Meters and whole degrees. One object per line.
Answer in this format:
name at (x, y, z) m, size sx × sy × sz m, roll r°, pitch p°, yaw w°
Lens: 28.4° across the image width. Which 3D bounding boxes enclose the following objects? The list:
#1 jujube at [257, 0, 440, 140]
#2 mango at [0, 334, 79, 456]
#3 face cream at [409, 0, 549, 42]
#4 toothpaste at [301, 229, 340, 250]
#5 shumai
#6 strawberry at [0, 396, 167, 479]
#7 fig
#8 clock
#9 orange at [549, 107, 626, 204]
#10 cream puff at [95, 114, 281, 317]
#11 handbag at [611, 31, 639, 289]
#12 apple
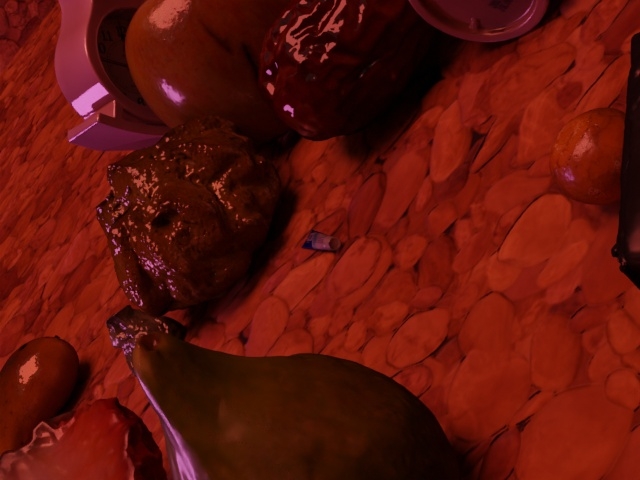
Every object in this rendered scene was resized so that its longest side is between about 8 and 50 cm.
jujube at (0.038, -0.224, 1.394) m, size 0.250 × 0.174 × 0.174 m, roll -50°, pitch 26°, yaw -2°
mango at (-0.385, 0.207, 1.669) m, size 0.178 × 0.090 × 0.115 m, roll -60°, pitch 33°, yaw 6°
face cream at (0.166, -0.287, 1.275) m, size 0.149 × 0.149 × 0.104 m, roll -23°, pitch 40°, yaw 47°
toothpaste at (0.000, 0.000, 1.359) m, size 0.024 × 0.015 × 0.083 m, roll -60°, pitch 21°, yaw -9°
shumai at (-0.216, 0.112, 1.504) m, size 0.083 × 0.080 × 0.082 m, roll -41°, pitch 30°, yaw 20°
strawberry at (-0.219, 0.313, 1.215) m, size 0.265 × 0.149 × 0.336 m, roll -47°, pitch 36°, yaw 0°
fig at (-0.036, 0.160, 0.926) m, size 0.206 × 0.275 × 0.206 m, roll -38°, pitch 32°, yaw 29°
clock at (-0.242, -0.264, 1.803) m, size 0.080 × 0.290 × 0.276 m, roll -24°, pitch 74°, yaw 41°
orange at (0.222, -0.066, 1.001) m, size 0.083 × 0.070 × 0.083 m, roll -53°, pitch 12°, yaw 17°
cream puff at (-0.158, -0.028, 1.492) m, size 0.244 × 0.196 × 0.244 m, roll -29°, pitch 7°, yaw 4°
handbag at (0.319, -0.083, 0.865) m, size 0.246 × 0.080 × 0.223 m, roll -22°, pitch 47°, yaw 44°
apple at (-0.122, -0.249, 1.604) m, size 0.264 × 0.264 × 0.264 m, roll -39°, pitch 30°, yaw 27°
